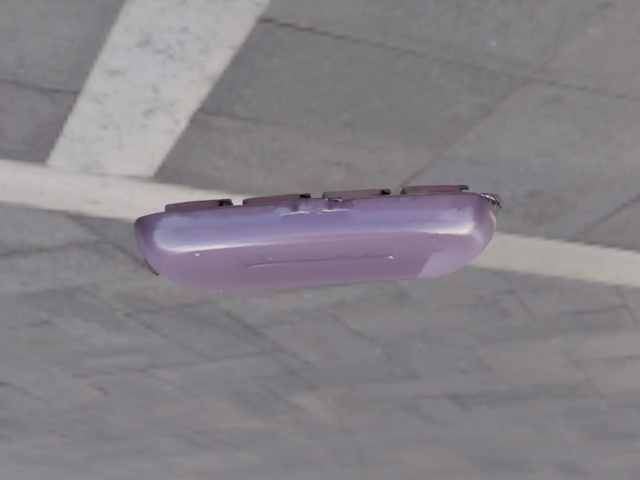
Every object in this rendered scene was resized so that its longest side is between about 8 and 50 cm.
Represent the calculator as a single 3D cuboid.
[{"bbox_3d":[0.000,0.002,0.700,0.194,0.043,0.294,-3,176,1],"label":"calculator"}]
